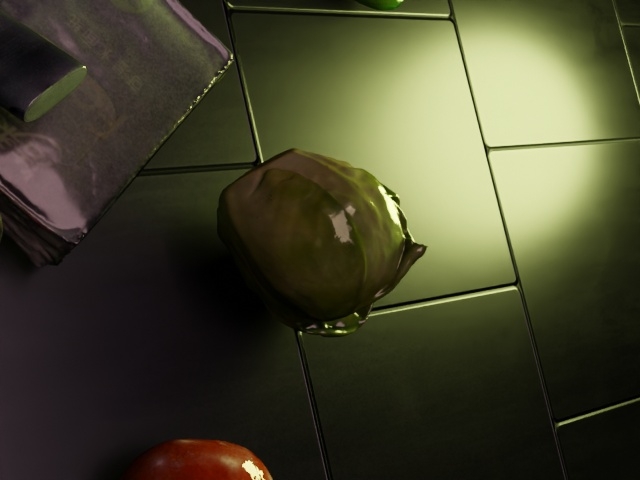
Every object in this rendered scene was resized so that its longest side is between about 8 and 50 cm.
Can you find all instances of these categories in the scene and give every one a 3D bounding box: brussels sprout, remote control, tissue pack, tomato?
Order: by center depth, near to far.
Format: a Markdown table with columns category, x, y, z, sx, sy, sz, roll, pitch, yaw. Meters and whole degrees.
| category | x | y | z | sx | sy | sz | roll | pitch | yaw |
| --- | --- | --- | --- | --- | --- | --- | --- | --- | --- |
| remote control | -0.450 | -0.266 | 1.298 | 0.378 | 0.044 | 0.107 | 33 | 51 | 14 |
| tomato | -0.147 | 0.352 | 1.377 | 0.232 | 0.189 | 0.232 | 13 | 68 | -37 |
| tissue pack | -0.329 | -0.199 | 1.439 | 0.288 | 0.124 | 0.394 | 44 | 55 | -13 |
| brussels sprout | -0.002 | 0.002 | 1.547 | 0.294 | 0.259 | 0.227 | 50 | 59 | -16 |

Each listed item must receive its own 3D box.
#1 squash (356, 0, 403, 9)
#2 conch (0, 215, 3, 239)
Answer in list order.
| category | x | y | z | sx | sy | sz | roll | pitch | yaw |
| --- | --- | --- | --- | --- | --- | --- | --- | --- | --- |
| squash | 0.017 | -0.469 | 1.814 | 0.292 | 0.082 | 0.082 | 31 | 60 | -25 |
| conch | -0.436 | -0.053 | 1.267 | 0.173 | 0.116 | 0.106 | 46 | 35 | -37 |
